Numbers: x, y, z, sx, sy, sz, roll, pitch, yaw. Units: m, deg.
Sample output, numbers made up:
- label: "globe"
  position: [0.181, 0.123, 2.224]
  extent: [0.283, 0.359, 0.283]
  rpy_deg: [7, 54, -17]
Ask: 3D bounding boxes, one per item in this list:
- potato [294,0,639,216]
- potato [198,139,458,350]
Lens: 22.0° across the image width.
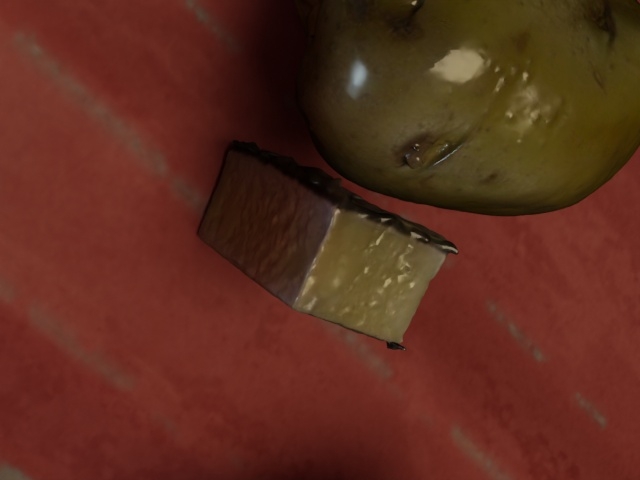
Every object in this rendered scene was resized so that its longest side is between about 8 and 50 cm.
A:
- label: "potato"
  position: [0.072, -0.088, 0.774]
  extent: [0.200, 0.137, 0.155]
  rpy_deg: [16, 77, -37]
- label: "potato"
  position: [-0.001, -0.001, 0.770]
  extent: [0.086, 0.122, 0.061]
  rpy_deg: [25, 93, -34]
